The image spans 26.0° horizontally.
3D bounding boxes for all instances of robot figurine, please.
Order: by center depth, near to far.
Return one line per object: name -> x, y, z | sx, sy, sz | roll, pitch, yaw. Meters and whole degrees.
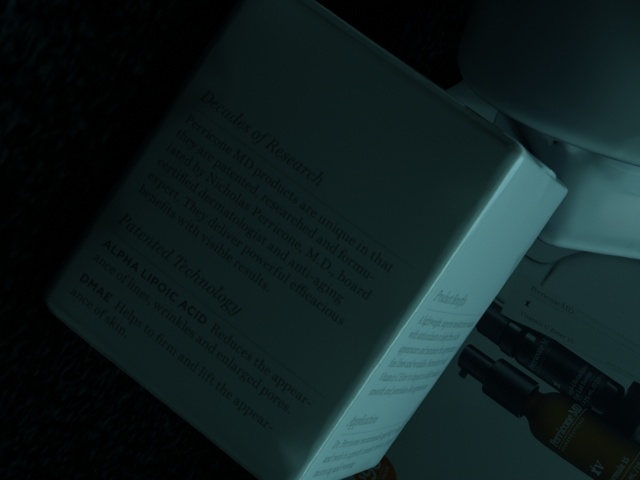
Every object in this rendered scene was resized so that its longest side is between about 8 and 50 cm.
robot figurine -> 0.195, -0.167, 0.736 | 0.199, 0.300, 0.353 | 7, 112, -21

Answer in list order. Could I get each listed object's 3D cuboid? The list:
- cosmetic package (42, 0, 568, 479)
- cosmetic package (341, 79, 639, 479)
cosmetic package -> 0.000, 0.000, 0.665 | 0.184, 0.151, 0.151 | -56, 164, 6
cosmetic package -> 0.155, 0.098, 1.054 | 0.097, 0.284, 0.377 | -33, 153, -48
